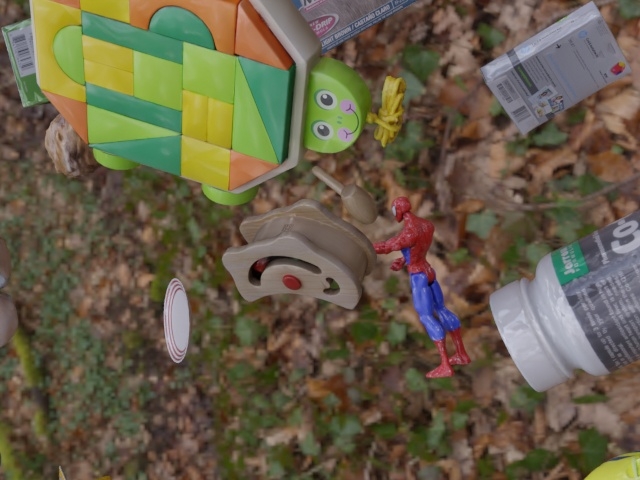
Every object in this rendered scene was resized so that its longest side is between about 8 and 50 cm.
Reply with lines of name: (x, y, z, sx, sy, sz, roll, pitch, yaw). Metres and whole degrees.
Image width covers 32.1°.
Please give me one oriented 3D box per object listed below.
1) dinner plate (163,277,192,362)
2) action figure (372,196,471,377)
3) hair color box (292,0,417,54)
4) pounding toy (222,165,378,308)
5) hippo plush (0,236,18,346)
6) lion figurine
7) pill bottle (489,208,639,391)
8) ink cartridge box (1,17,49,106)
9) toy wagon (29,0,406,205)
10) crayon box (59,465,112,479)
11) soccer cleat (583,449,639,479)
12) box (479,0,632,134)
dinner plate: (-0.235, 0.133, 1.861, 0.141, 0.017, 0.141, 178, 90, -65)
action figure: (0.131, 0.071, 1.733, 0.139, 0.091, 0.280, -7, 101, 37)
hair color box: (-0.023, -0.383, 1.545, 0.174, 0.105, 0.347, -30, 35, -6)
pounding toy: (0.000, 0.000, 1.597, 0.269, 0.154, 0.155, -15, 37, 43)
hippo plush: (-0.568, 0.051, 1.489, 0.294, 0.236, 0.234, -4, 97, 55)
lion figurine: (-0.357, -0.279, 2.168, 0.142, 0.392, 0.240, -131, 25, -54)
pill bottle: (0.453, 0.078, 1.670, 0.361, 0.204, 0.204, -28, 63, 16)
ink cartridge box: (-0.338, -0.251, 1.524, 0.062, 0.209, 0.109, -11, 98, 22)
toy wagon: (-0.095, -0.150, 0.985, 0.344, 0.068, 0.267, 19, 133, 13)
crayon box: (-0.315, 0.496, 1.623, 0.203, 0.083, 0.323, 53, 144, 42)
soccer cleat: (0.455, 0.276, 1.364, 0.289, 0.121, 0.093, -14, 56, 13)
box: (0.346, -0.249, 1.631, 0.186, 0.145, 0.038, -30, 50, 17)
